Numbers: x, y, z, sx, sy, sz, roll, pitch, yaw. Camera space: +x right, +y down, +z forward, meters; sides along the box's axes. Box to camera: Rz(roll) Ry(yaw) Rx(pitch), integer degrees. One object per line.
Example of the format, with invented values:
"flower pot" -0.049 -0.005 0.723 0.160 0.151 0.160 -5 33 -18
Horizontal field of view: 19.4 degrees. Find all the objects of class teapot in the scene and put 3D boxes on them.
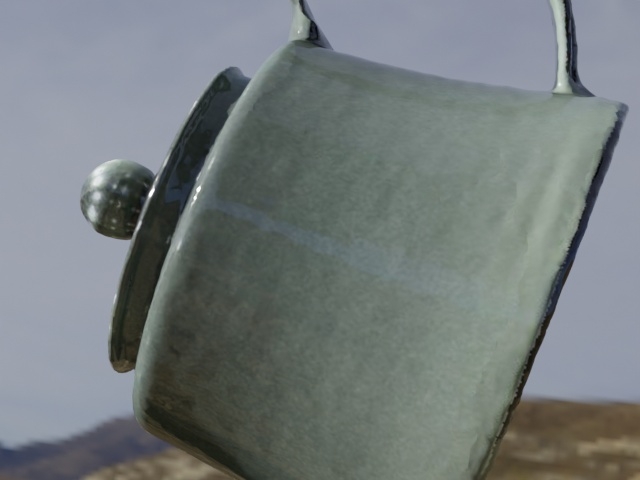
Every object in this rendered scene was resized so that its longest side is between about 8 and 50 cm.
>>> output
"teapot" 0.000 0.000 0.571 0.149 0.239 0.162 21 1 8
